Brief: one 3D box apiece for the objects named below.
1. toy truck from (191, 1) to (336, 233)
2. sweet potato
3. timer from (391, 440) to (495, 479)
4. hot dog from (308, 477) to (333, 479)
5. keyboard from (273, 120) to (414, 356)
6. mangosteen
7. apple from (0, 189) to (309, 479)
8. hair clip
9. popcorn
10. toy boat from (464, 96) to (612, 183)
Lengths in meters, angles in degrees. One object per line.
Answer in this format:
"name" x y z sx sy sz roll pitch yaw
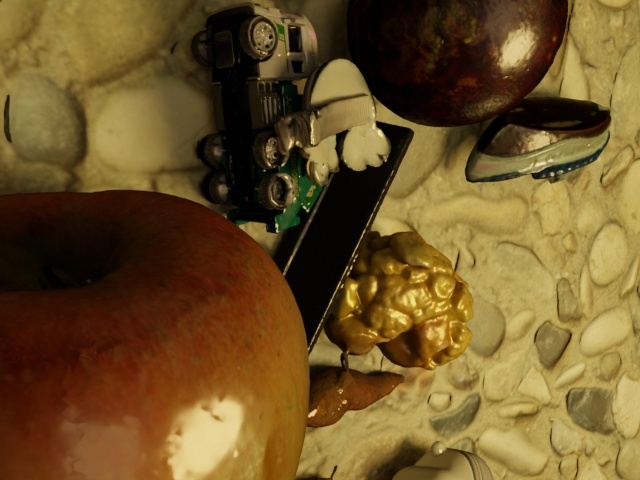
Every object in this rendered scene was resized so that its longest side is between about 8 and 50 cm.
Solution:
"toy truck" -0.051 -0.122 0.620 0.116 0.110 0.216 -15 105 -43
"sweet potato" 0.027 0.183 0.748 0.226 0.068 0.068 -5 101 -50
"timer" 0.153 0.426 0.775 0.290 0.290 0.315 30 59 -32
"hot dog" -0.012 0.323 0.755 0.083 0.035 0.058 8 97 -33
"keyboard" 0.000 0.000 0.679 0.018 0.101 0.310 38 75 -57
"mangosteen" 0.163 -0.226 0.676 0.289 0.231 0.231 17 89 -53
"apple" -0.174 0.129 0.465 0.338 0.338 0.305 -12 124 -30
"hair clip" 0.019 -0.118 0.594 0.172 0.049 0.116 -31 123 -53
"popcorn" 0.092 0.065 0.724 0.194 0.140 0.163 11 101 -23
"toy boat" 0.304 -0.126 0.845 0.262 0.114 0.115 -13 136 -31
